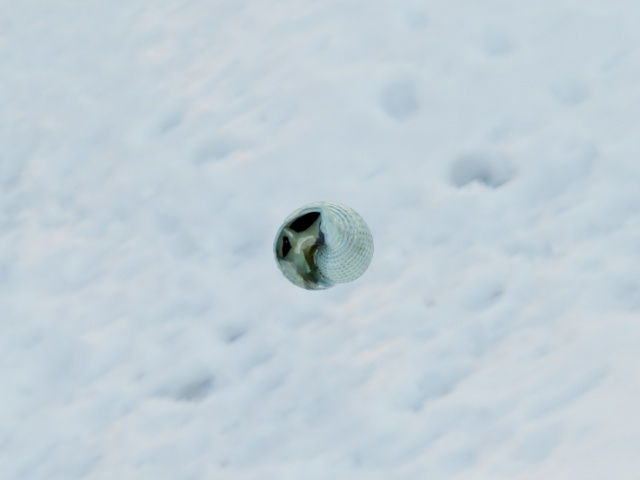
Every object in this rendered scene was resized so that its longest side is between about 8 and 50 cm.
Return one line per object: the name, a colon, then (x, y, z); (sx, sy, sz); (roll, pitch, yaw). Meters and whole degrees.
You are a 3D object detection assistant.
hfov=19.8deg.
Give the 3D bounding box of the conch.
conch: (0.000, -0.001, 1.423); (0.076, 0.085, 0.056); (-23, 31, 5)
